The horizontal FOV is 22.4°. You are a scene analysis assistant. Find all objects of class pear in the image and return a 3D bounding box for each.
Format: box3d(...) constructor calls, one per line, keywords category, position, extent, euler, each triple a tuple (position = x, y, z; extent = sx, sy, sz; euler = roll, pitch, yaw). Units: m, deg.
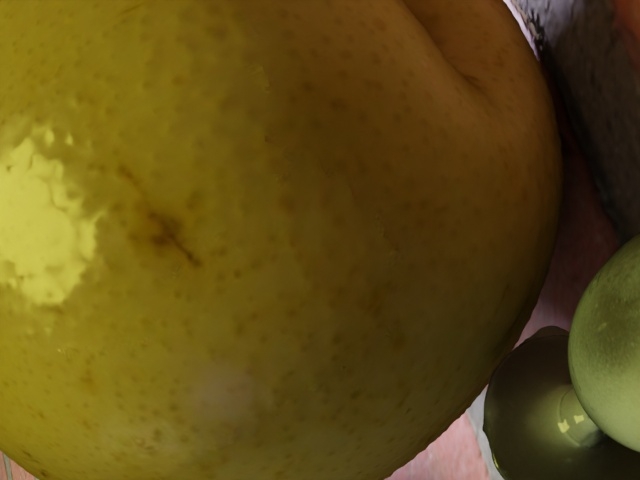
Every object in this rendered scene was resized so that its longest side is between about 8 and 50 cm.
box3d(category="pear", position=(-0.047, -0.027, 0.830), extent=(0.348, 0.348, 0.348), euler=(175, 90, -70))

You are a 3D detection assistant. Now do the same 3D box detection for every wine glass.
box3d(category="wine glass", position=(0.153, 0.046, 0.682), extent=(0.222, 0.103, 0.103), euler=(126, 135, -60))
